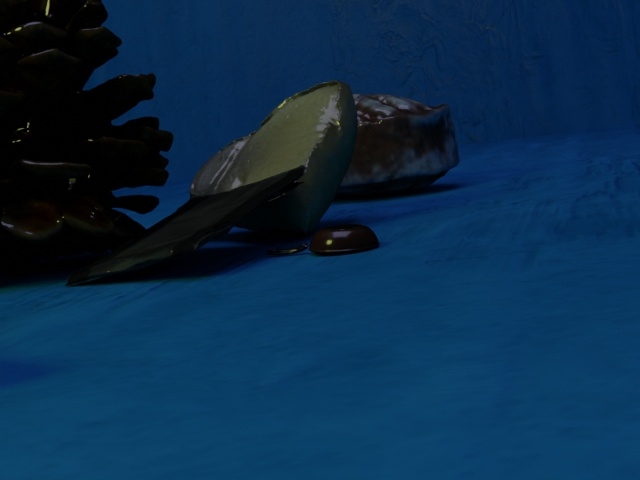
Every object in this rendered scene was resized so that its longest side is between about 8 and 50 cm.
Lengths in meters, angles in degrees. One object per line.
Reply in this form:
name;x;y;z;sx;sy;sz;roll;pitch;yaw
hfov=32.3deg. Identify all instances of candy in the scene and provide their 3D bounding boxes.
candy;0.073;-0.146;1.679;0.214;0.157;0.289;-19;12;-40

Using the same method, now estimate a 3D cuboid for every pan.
pan;0.000;-0.001;1.073;0.115;0.023;0.068;-5;8;19

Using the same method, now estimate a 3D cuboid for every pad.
pad;-0.128;-0.015;1.121;0.174;0.022;0.233;-14;14;31

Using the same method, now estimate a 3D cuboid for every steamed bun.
steamed bun;-0.048;-0.073;1.325;0.212;0.110;0.231;-12;38;38

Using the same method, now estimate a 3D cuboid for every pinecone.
pinecone;-0.348;-0.140;1.236;0.384;0.384;0.384;-7;7;1
